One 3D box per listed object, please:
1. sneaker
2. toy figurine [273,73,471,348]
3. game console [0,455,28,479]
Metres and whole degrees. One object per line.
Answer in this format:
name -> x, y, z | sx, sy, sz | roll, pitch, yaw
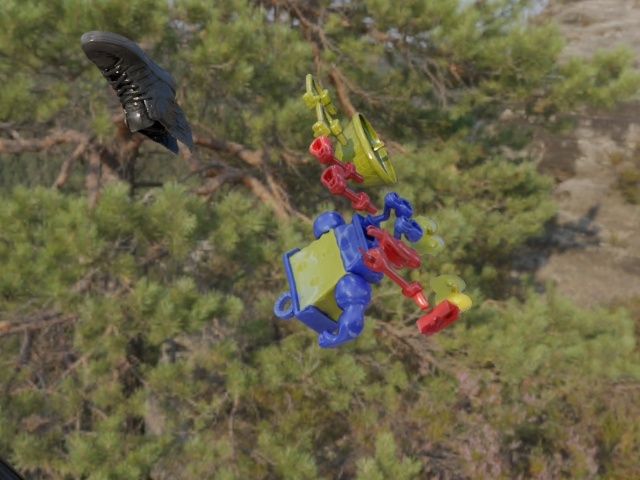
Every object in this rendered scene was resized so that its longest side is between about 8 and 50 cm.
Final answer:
sneaker -> -0.214, -0.170, 0.824 | 0.051, 0.089, 0.170 | -11, -21, 27
toy figurine -> 0.000, 0.000, 0.842 | 0.191, 0.217, 0.362 | 29, 30, -37
game console -> -0.314, 0.201, 0.317 | 0.060, 0.386, 0.342 | -12, 33, 34
